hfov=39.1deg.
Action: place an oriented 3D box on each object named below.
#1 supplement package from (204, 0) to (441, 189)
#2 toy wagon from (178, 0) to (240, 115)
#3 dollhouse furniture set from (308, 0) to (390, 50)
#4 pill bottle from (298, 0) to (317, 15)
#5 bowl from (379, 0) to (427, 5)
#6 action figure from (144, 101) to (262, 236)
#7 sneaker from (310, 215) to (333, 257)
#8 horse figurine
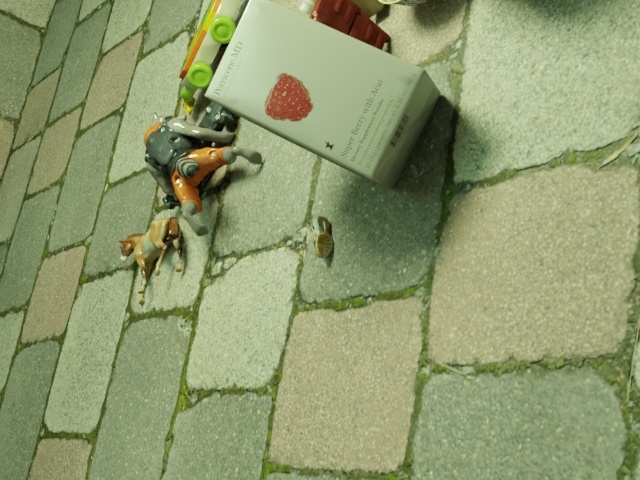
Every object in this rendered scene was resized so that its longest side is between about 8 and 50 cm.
[{"bbox_3d":[0.007,-0.223,1.382,0.293,0.175,0.178,27,95,15],"label":"supplement package"},{"bbox_3d":[-0.253,-0.439,2.026,0.344,0.068,0.267,-57,17,30],"label":"toy wagon"},{"bbox_3d":[0.029,-0.420,1.662,0.201,0.152,0.374,-27,33,44],"label":"dollhouse furniture set"},{"bbox_3d":[-0.010,-0.497,1.814,0.083,0.043,0.043,-57,35,15],"label":"pill bottle"},{"bbox_3d":[0.173,-0.455,1.504,0.170,0.080,0.170,-32,47,41],"label":"bowl"},{"bbox_3d":[-0.261,-0.205,1.882,0.330,0.178,0.341,36,102,46],"label":"action figure"},{"bbox_3d":[0.000,0.000,1.527,0.037,0.032,0.083,-52,29,45],"label":"sneaker"},{"bbox_3d":[-0.364,0.021,1.981,0.263,0.066,0.174,-39,46,42],"label":"horse figurine"}]
